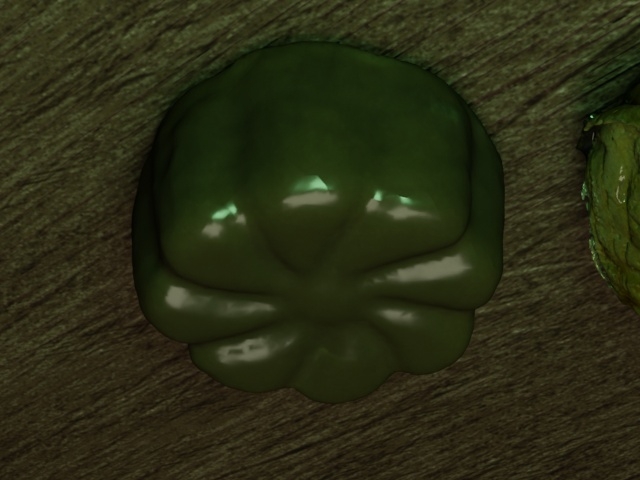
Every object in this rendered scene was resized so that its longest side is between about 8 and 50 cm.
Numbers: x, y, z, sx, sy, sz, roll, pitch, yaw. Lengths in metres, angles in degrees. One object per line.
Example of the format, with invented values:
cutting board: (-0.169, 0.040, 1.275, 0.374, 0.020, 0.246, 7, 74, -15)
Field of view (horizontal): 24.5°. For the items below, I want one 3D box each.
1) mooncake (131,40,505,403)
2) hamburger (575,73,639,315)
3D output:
mooncake: (0.000, 0.000, 1.455, 0.379, 0.200, 0.378, 1, 138, 1)
hamburger: (0.361, -0.031, 1.383, 0.134, 0.265, 0.285, -33, 149, -21)
